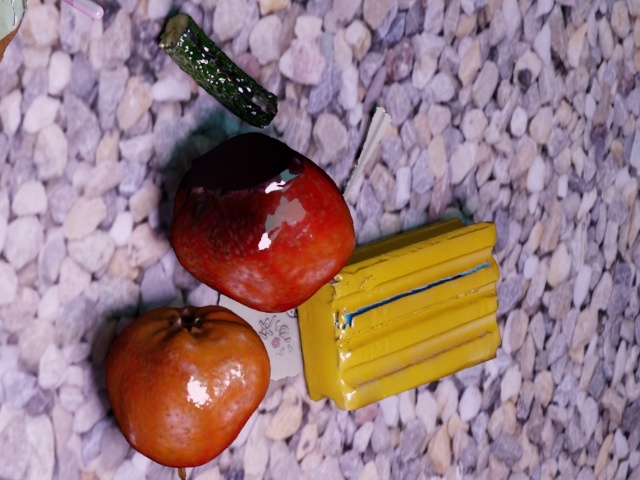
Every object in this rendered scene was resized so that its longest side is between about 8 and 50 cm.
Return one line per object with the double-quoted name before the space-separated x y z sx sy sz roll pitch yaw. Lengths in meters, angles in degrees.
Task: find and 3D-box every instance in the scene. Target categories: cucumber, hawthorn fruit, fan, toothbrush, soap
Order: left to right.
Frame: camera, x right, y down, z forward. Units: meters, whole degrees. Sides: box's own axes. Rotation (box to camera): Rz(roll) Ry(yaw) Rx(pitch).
"toothbrush" -0.351 -0.307 1.544 0.286 0.020 0.025 29 72 2
"hawthorn fruit" -0.163 0.190 1.761 0.196 0.196 0.225 -12 117 -40
"cucumber" -0.125 -0.207 1.841 0.187 0.058 0.058 41 67 -37
"hawthorn fruit" -0.062 -0.014 1.809 0.249 0.215 0.215 32 72 -41
"fan" -0.001 0.000 1.991 0.233 0.012 0.415 43 68 -38
"soap" 0.112 0.097 2.036 0.324 0.096 0.204 -16 107 -40

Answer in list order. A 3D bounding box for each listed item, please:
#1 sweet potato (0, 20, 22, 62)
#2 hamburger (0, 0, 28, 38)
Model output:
"sweet potato" -0.377 -0.227 1.588 0.095 0.106 0.354 38 78 -46
"hamburger" -0.456 -0.263 1.472 0.260 0.150 0.276 -39 111 16
